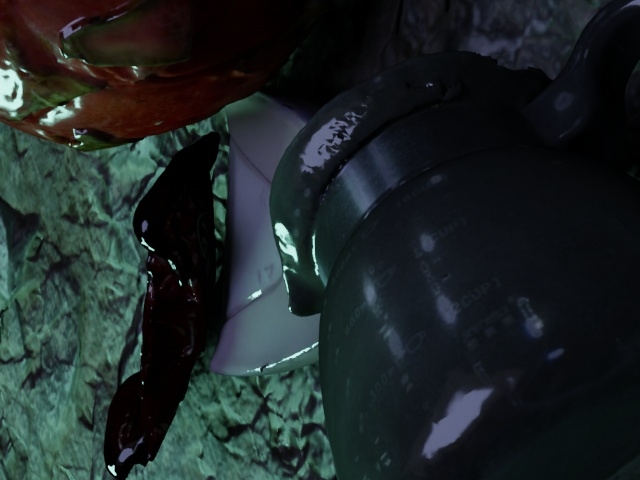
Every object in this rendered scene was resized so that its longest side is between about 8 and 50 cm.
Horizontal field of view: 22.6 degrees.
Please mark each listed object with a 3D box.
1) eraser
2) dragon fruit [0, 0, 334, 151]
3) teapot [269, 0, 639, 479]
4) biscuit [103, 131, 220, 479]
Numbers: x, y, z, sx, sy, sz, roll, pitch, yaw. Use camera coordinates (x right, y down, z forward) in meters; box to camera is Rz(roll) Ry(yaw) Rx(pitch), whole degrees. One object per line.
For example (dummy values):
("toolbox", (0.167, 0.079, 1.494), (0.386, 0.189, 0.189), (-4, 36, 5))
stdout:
("eraser", (0.001, 0.000, 1.038), (0.243, 0.059, 0.204), (8, 95, 57))
("dragon fruit", (-0.146, -0.200, 1.034), (0.277, 0.342, 0.277), (-156, 90, -88))
("teapot", (0.098, 0.000, 0.784), (0.285, 0.223, 0.305), (61, 137, 44))
("biscuit", (-0.110, 0.051, 1.148), (0.151, 0.063, 0.235), (-89, 9, -64))
